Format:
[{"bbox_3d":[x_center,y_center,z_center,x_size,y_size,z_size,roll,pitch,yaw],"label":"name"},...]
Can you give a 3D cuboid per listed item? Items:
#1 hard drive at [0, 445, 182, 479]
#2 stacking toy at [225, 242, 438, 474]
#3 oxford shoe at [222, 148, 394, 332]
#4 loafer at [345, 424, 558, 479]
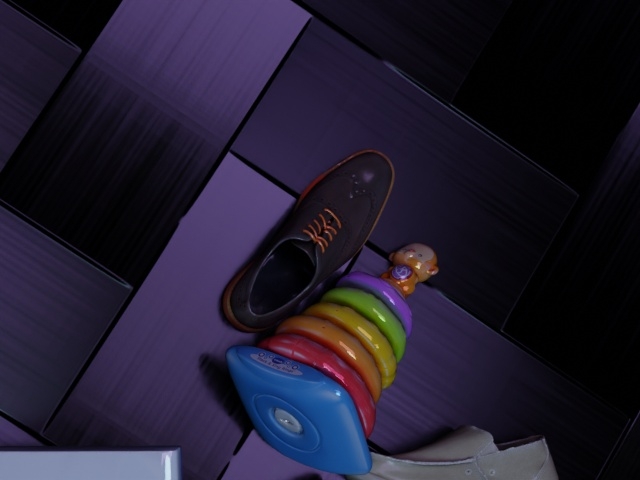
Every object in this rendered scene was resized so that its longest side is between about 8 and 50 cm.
[{"bbox_3d":[-0.251,0.383,1.787,0.210,0.040,0.319,-1,93,7],"label":"hard drive"},{"bbox_3d":[0.046,0.104,1.892,0.302,0.175,0.166,-49,140,-31],"label":"stacking toy"},{"bbox_3d":[0.000,0.000,1.909,0.097,0.098,0.271,40,77,-7],"label":"oxford shoe"},{"bbox_3d":[0.155,0.261,1.925,0.268,0.102,0.092,7,81,-22],"label":"loafer"}]
